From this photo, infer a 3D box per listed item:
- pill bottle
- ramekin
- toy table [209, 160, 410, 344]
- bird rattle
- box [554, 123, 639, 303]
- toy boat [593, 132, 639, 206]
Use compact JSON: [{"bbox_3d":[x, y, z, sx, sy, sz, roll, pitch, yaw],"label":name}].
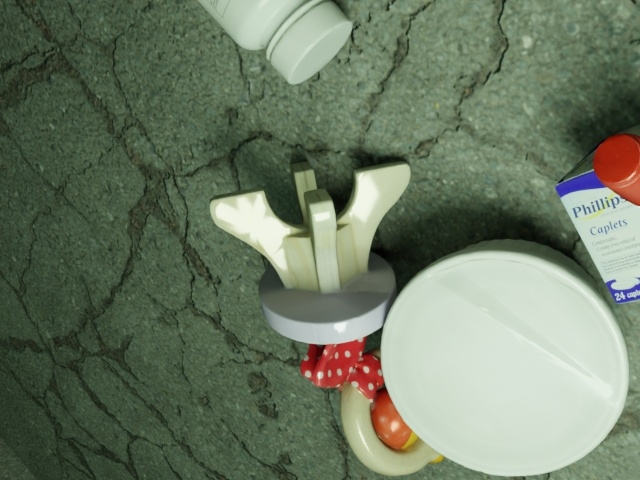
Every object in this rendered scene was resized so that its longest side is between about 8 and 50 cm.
[{"bbox_3d":[-0.074,-0.302,0.941,0.229,0.131,0.131,48,136,6],"label":"pill bottle"},{"bbox_3d":[0.215,0.121,0.921,0.272,0.127,0.273,8,110,21],"label":"ramekin"},{"bbox_3d":[0.000,0.000,1.004,0.274,0.252,0.161,-144,42,-66],"label":"toy table"},{"bbox_3d":[0.091,0.195,1.024,0.143,0.253,0.207,-20,69,39],"label":"bird rattle"},{"bbox_3d":[0.314,-0.031,0.784,0.072,0.126,0.137,-23,100,48],"label":"box"},{"bbox_3d":[0.348,-0.156,0.639,0.318,0.148,0.267,-59,45,21],"label":"toy boat"}]
